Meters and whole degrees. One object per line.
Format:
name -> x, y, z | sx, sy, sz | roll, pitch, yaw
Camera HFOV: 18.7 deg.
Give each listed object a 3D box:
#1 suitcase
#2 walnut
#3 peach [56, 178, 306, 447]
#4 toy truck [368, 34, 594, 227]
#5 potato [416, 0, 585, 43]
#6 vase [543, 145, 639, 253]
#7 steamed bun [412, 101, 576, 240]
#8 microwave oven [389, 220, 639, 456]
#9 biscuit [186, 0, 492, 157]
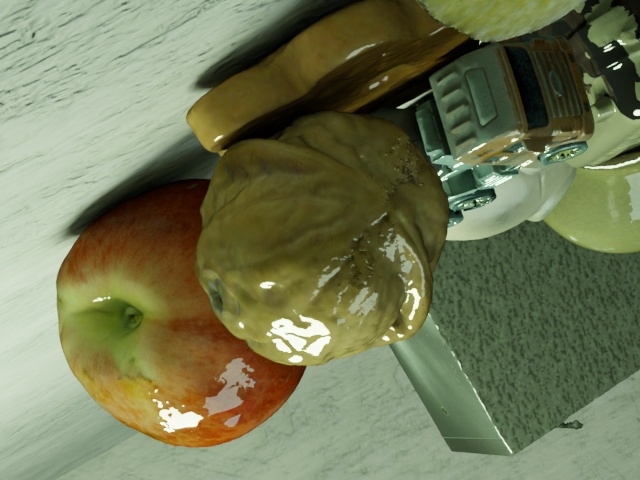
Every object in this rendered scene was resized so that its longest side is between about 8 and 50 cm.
suitcase -> 0.367, -0.202, 1.813 | 0.339, 0.194, 0.351 | -25, 177, -7
walnut -> 0.000, 0.000, 1.464 | 0.198, 0.198, 0.245 | -27, 179, -25
peach -> -0.104, 0.061, 1.707 | 0.232, 0.232, 0.256 | -35, 161, 33
toy truck -> 0.095, -0.081, 1.620 | 0.140, 0.108, 0.256 | -4, 164, -41
potato -> 0.117, -0.234, 1.022 | 0.239, 0.116, 0.299 | -37, 161, 8
vase -> 0.299, -0.118, 2.234 | 0.329, 0.241, 0.302 | -5, 163, 9
steamed bun -> 0.178, -0.082, 2.026 | 0.228, 0.131, 0.177 | -25, 146, -7
microwave oven -> 0.302, 0.034, 2.563 | 0.432, 0.374, 0.236 | -32, -177, -16
biscuit -> 0.038, -0.145, 1.541 | 0.275, 0.052, 0.355 | -30, 175, 30
